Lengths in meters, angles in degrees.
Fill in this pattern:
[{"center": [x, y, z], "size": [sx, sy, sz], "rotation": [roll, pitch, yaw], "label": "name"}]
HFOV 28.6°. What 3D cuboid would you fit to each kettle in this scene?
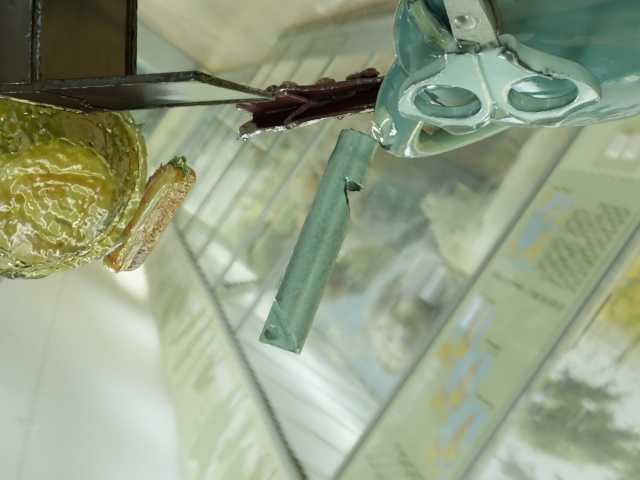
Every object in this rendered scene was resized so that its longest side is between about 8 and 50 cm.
[{"center": [0.207, -0.206, 1.374], "size": [0.342, 0.319, 0.247], "rotation": [-17, -120, -39], "label": "kettle"}]

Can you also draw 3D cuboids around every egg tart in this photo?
[{"center": [-0.378, -0.072, 1.671], "size": [0.341, 0.341, 0.132], "rotation": [35, -174, -42], "label": "egg tart"}]

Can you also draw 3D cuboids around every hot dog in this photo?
[{"center": [-0.305, -0.051, 2.220], "size": [0.076, 0.250, 0.104], "rotation": [37, -160, 15], "label": "hot dog"}]

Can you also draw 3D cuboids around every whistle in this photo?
[{"center": [0.000, 0.000, 1.669], "size": [0.062, 0.312, 0.062], "rotation": [20, 167, 5], "label": "whistle"}]

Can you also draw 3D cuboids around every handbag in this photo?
[{"center": [-0.003, -0.205, 1.849], "size": [0.203, 0.216, 0.073], "rotation": [2, 105, 65], "label": "handbag"}]

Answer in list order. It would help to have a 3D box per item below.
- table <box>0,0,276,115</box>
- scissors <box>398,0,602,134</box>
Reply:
[{"center": [-0.214, -0.281, 1.428], "size": [0.282, 0.250, 0.196], "rotation": [1, 177, 26], "label": "table"}, {"center": [0.131, -0.171, 1.069], "size": [0.191, 0.029, 0.360], "rotation": [-1, 162, 17], "label": "scissors"}]
